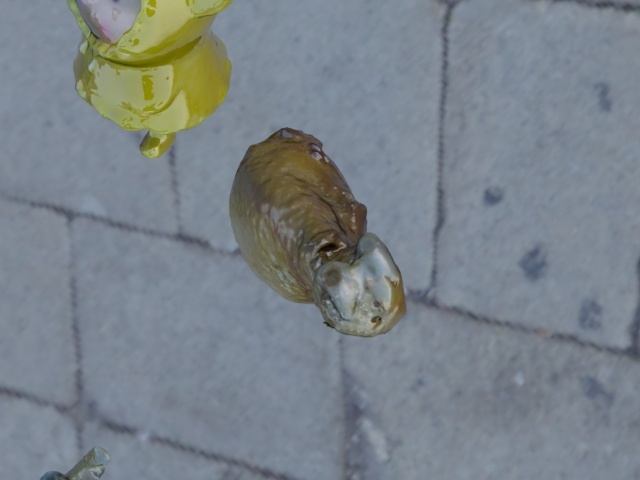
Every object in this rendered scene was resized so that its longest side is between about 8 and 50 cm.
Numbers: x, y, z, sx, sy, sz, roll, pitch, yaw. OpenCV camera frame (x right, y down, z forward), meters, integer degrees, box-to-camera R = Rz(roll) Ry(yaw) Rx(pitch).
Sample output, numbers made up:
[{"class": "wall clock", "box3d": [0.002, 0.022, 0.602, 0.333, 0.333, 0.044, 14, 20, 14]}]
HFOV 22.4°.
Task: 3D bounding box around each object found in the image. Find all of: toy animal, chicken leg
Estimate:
[{"class": "toy animal", "box3d": [-0.135, -0.172, 1.314, 0.156, 0.156, 0.230, 31, 141, 11]}, {"class": "chicken leg", "box3d": [-0.002, 0.002, 1.016, 0.087, 0.251, 0.107, -31, 110, -3]}]

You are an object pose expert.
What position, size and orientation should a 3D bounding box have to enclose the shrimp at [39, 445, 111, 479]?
[{"class": "shrimp", "box3d": [-0.194, 0.249, 1.254, 0.168, 0.077, 0.317, 4, 148, -23]}]
